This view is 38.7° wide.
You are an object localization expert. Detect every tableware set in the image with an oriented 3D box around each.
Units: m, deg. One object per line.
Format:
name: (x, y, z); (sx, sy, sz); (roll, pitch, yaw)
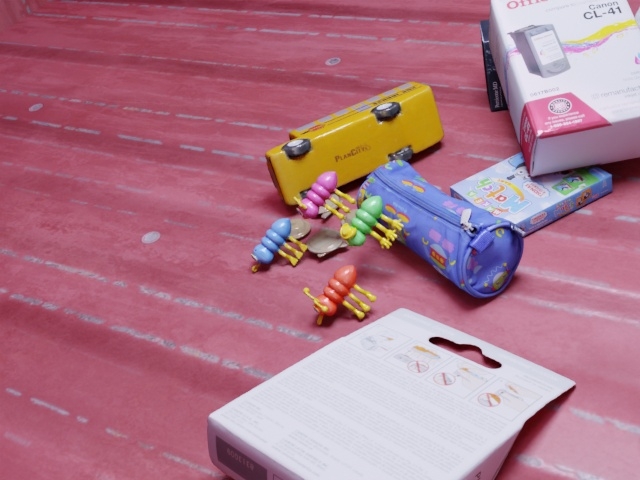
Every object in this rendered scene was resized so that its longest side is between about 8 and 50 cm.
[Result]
tableware set: (0.007, -0.029, 1.581); (0.141, 0.020, 0.169); (-36, 40, -26)

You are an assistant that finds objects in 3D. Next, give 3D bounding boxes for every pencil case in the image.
pencil case: (0.181, -0.028, 1.426); (0.119, 0.133, 0.306); (-40, 41, -10)

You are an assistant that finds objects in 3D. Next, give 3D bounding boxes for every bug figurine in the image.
bug figurine: (0.000, 0.000, 1.452); (0.216, 0.072, 0.279); (-56, 43, 1)

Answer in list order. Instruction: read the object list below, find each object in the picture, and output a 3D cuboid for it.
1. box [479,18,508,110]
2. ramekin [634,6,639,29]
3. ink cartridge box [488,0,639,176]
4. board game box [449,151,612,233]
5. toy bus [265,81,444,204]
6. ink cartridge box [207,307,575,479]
box: (0.392, -0.344, 1.741); (0.158, 0.156, 0.093); (-8, 38, 10)
ramekin: (0.654, -0.340, 1.555); (0.273, 0.272, 0.127); (-19, 30, -5)
ink cartridge box: (0.423, -0.279, 1.521); (0.226, 0.131, 0.306); (-12, 62, 3)
board game box: (0.349, -0.086, 1.518); (0.212, 0.039, 0.160); (-27, 38, -14)
toy bus: (0.059, -0.181, 1.670); (0.333, 0.108, 0.130); (-24, 24, -11)
ink cartridge box: (0.097, 0.237, 1.182); (0.308, 0.091, 0.385); (22, 33, 40)
